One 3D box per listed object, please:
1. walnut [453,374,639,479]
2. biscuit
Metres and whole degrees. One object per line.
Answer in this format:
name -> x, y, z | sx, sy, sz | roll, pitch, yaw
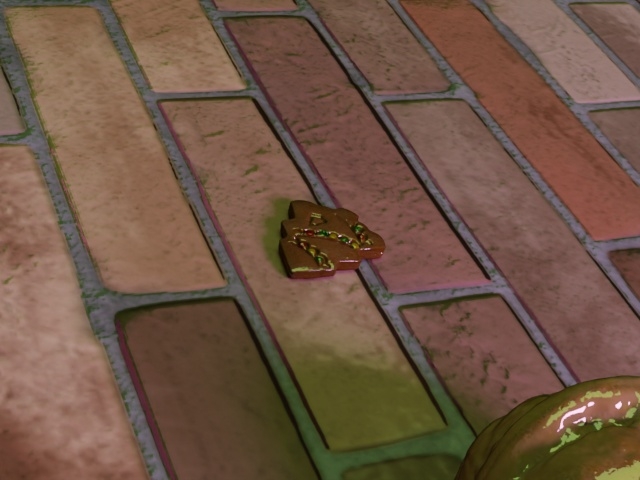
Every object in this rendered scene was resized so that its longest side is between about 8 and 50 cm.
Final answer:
walnut -> 0.155, 0.146, 0.668 | 0.167, 0.149, 0.166 | -14, 16, 4
biscuit -> 0.000, 0.000, 0.897 | 0.082, 0.016, 0.092 | 29, 39, 18
